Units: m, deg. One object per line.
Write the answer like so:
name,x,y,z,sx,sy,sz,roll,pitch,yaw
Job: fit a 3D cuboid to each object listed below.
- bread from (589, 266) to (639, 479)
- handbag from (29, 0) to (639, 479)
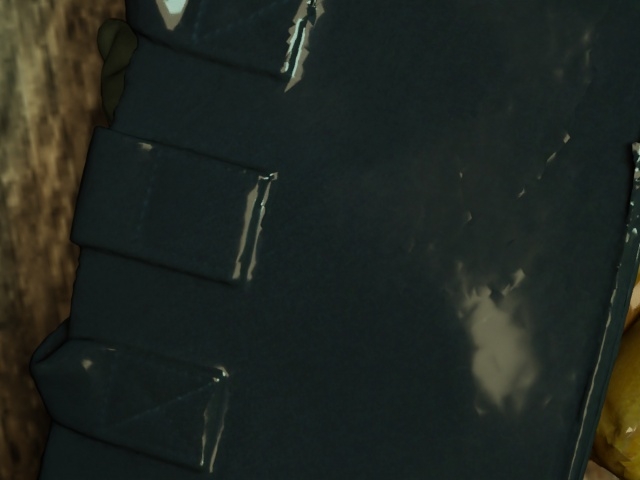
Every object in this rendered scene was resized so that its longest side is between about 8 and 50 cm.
bread,0.253,-0.037,0.799,0.185,0.109,0.380,31,90,-37
handbag,0.000,0.000,0.730,0.269,0.118,0.325,16,95,12
